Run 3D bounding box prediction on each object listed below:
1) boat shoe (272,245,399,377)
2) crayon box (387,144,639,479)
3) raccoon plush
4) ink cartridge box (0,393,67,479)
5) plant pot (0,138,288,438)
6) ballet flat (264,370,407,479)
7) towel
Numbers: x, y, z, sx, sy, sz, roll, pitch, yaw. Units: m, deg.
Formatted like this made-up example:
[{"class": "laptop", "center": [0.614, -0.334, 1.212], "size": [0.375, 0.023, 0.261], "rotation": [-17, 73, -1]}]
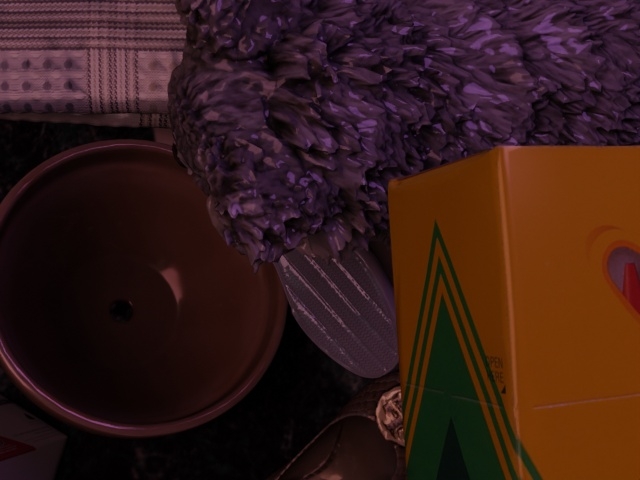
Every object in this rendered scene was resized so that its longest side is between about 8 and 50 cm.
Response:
[{"class": "boat shoe", "center": [0.000, 0.000, 0.628], "size": [0.083, 0.076, 0.226], "rotation": [-35, 89, 26]}, {"class": "crayon box", "center": [0.225, 0.114, 0.395], "size": [0.106, 0.363, 0.313], "rotation": [174, 93, -68]}, {"class": "raccoon plush", "center": [0.117, -0.126, 0.457], "size": [0.446, 0.299, 0.216], "rotation": [-31, 77, 20]}, {"class": "ink cartridge box", "center": [-0.330, 0.190, 0.756], "size": [0.135, 0.099, 0.056], "rotation": [24, 99, 21]}, {"class": "plant pot", "center": [-0.155, 0.045, 0.650], "size": [0.110, 0.237, 0.237], "rotation": [-38, 71, 60]}, {"class": "ballet flat", "center": [0.004, 0.192, 0.633], "size": [0.250, 0.058, 0.084], "rotation": [-40, 75, 18]}, {"class": "towel", "center": [-0.149, -0.249, 0.660], "size": [0.324, 0.056, 0.312], "rotation": [1, 89, 1]}]
